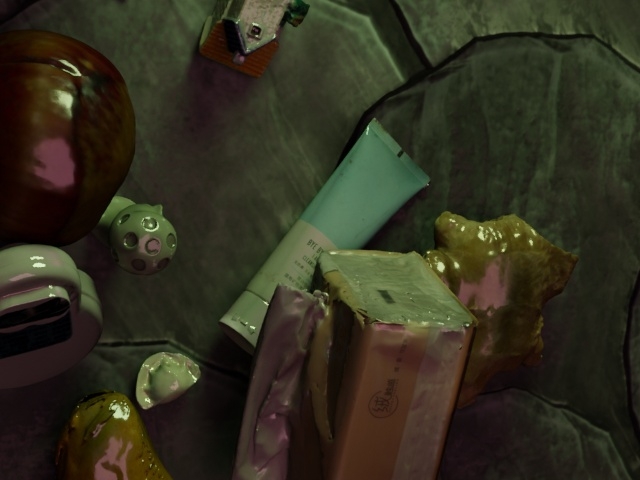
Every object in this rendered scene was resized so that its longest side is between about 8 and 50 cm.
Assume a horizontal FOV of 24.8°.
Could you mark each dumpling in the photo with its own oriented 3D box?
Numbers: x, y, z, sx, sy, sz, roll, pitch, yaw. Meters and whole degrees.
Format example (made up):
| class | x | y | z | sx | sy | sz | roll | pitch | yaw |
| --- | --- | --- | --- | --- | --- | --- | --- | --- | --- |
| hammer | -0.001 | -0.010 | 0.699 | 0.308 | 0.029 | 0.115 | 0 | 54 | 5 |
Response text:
| class | x | y | z | sx | sy | sz | roll | pitch | yaw |
| --- | --- | --- | --- | --- | --- | --- | --- | --- | --- |
| dumpling | -0.182 | 0.160 | 1.700 | 0.077 | 0.043 | 0.059 | -32 | 92 | 3 |

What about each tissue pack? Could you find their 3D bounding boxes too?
| class | x | y | z | sx | sy | sz | roll | pitch | yaw |
| --- | --- | --- | --- | --- | --- | --- | --- | --- | --- |
| tissue pack | 0.019 | 0.181 | 1.655 | 0.238 | 0.238 | 0.305 | 4 | 112 | -21 |

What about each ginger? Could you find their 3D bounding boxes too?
| class | x | y | z | sx | sy | sz | roll | pitch | yaw |
| --- | --- | --- | --- | --- | --- | --- | --- | --- | --- |
| ginger | 0.191 | 0.095 | 1.783 | 0.219 | 0.123 | 0.270 | 26 | 83 | -26 |

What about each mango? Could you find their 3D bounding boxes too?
| class | x | y | z | sx | sy | sz | roll | pitch | yaw |
| --- | --- | --- | --- | --- | --- | --- | --- | --- | --- |
| mango | -0.225 | 0.288 | 1.643 | 0.156 | 0.151 | 0.249 | -3 | 105 | 14 |

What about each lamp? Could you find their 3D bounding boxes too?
| class | x | y | z | sx | sy | sz | roll | pitch | yaw |
| --- | --- | --- | --- | --- | --- | --- | --- | --- | --- |
| lamp | -0.323 | 0.071 | 1.553 | 0.179 | 0.246 | 0.108 | -18 | 66 | -20 |

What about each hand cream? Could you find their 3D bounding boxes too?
| class | x | y | z | sx | sy | sz | roll | pitch | yaw |
| --- | --- | --- | --- | --- | --- | --- | --- | --- | --- |
| hand cream | 0.000 | 0.000 | 1.743 | 0.111 | 0.070 | 0.312 | 47 | 73 | -19 |

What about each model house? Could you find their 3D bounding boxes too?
| class | x | y | z | sx | sy | sz | roll | pitch | yaw |
| --- | --- | --- | --- | --- | --- | --- | --- | --- | --- |
| model house | -0.074 | -0.238 | 1.646 | 0.088 | 0.100 | 0.100 | 24 | 91 | -24 |

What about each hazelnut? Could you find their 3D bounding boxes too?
| class | x | y | z | sx | sy | sz | roll | pitch | yaw |
| --- | --- | --- | --- | --- | --- | --- | --- | --- | --- |
| hazelnut | -0.304 | -0.112 | 1.533 | 0.229 | 0.229 | 0.229 | -3 | 99 | -20 |

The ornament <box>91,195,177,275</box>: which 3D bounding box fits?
| class | x | y | z | sx | sy | sz | roll | pitch | yaw |
| --- | --- | --- | --- | --- | --- | --- | --- | --- | --- |
| ornament | -0.204 | -0.009 | 1.602 | 0.075 | 0.156 | 0.081 | 39 | 84 | -22 |
